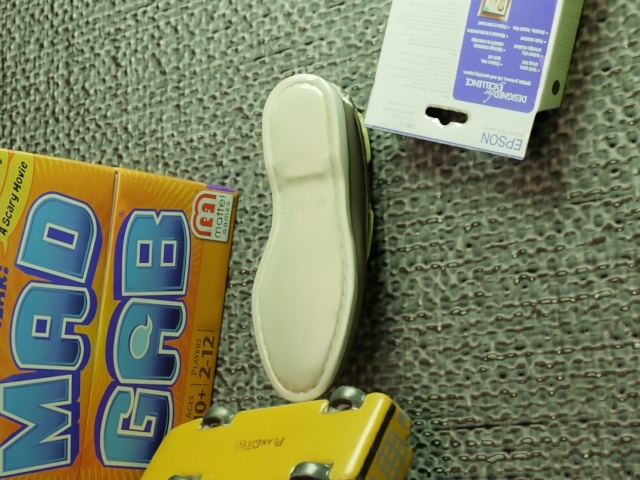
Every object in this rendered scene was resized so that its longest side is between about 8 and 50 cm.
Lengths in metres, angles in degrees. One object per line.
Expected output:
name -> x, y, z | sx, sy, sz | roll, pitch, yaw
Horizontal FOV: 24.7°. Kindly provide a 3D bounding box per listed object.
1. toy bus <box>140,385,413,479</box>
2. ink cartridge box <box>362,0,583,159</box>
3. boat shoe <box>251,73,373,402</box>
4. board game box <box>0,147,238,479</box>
toy bus -> -0.045, 0.238, 1.439 | 0.332, 0.130, 0.108 | -14, 35, 41
ink cartridge box -> 0.147, -0.191, 1.393 | 0.206, 0.045, 0.208 | 17, 95, 42
boat shoe -> 0.000, 0.000, 1.469 | 0.116, 0.097, 0.324 | -4, 82, 27
board game box -> -0.357, 0.086, 1.609 | 0.356, 0.356, 0.356 | 6, 88, 42
